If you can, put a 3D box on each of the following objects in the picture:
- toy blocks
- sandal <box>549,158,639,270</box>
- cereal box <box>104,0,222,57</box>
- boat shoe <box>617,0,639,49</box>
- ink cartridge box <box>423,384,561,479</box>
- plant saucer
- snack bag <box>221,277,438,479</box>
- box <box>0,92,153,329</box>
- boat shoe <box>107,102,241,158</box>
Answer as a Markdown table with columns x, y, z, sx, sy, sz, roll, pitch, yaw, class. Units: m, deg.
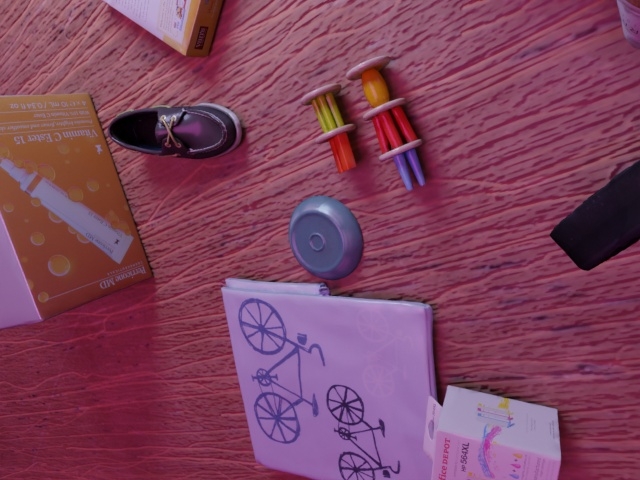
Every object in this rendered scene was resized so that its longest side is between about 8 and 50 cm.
| x | y | z | sx | sy | sz | roll | pitch | yaw | class |
| --- | --- | --- | --- | --- | --- | --- | --- | --- | --- |
| 0.053 | -0.118 | 0.602 | 0.123 | 0.054 | 0.148 | -20 | 94 | 36 | toy blocks |
| 0.302 | -0.147 | 0.291 | 0.446 | 0.168 | 0.107 | -47 | 65 | 34 | sandal |
| -0.228 | -0.385 | 0.710 | 0.240 | 0.047 | 0.173 | 38 | 122 | 19 | cereal box |
| 0.279 | -0.249 | 0.324 | 0.098 | 0.096 | 0.277 | 41 | 98 | 23 | boat shoe |
| 0.187 | 0.236 | 0.586 | 0.143 | 0.090 | 0.092 | 7 | 109 | 19 | ink cartridge box |
| 0.000 | 0.000 | 0.696 | 0.119 | 0.021 | 0.119 | 11 | 112 | 31 | plant saucer |
| 0.017 | 0.213 | 0.745 | 0.343 | 0.037 | 0.323 | 0 | 105 | 31 | snack bag |
| -0.469 | -0.053 | 0.875 | 0.168 | 0.215 | 0.345 | -13 | 98 | 36 | box |
| -0.218 | -0.158 | 0.763 | 0.228 | 0.069 | 0.081 | 7 | 109 | 32 | boat shoe |
